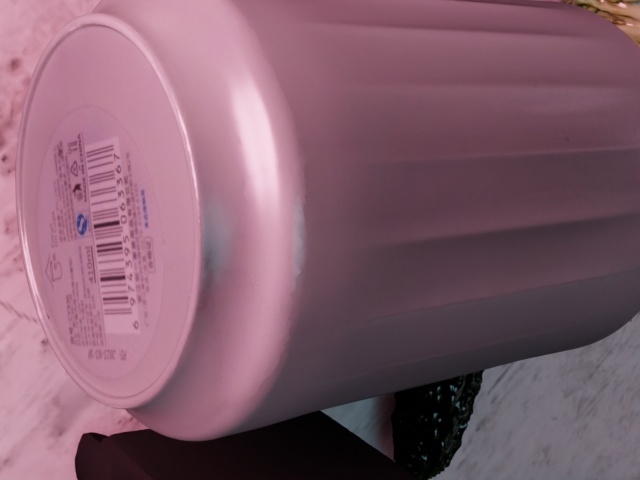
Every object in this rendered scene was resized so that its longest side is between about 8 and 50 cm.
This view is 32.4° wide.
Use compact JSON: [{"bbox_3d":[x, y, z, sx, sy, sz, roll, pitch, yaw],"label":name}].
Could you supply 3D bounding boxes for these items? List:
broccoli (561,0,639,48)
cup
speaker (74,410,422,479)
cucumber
[{"bbox_3d":[0.337,-0.108,0.794,0.221,0.361,0.252,-15,155,-41],"label":"broccoli"},{"bbox_3d":[0.000,0.000,0.659,0.327,0.237,0.323,-8,142,-38],"label":"cup"},{"bbox_3d":[-0.035,0.249,0.695,0.184,0.254,0.232,-1,109,-39],"label":"speaker"},{"bbox_3d":[0.105,0.064,0.852,0.072,0.072,0.300,1,107,-39],"label":"cucumber"}]
